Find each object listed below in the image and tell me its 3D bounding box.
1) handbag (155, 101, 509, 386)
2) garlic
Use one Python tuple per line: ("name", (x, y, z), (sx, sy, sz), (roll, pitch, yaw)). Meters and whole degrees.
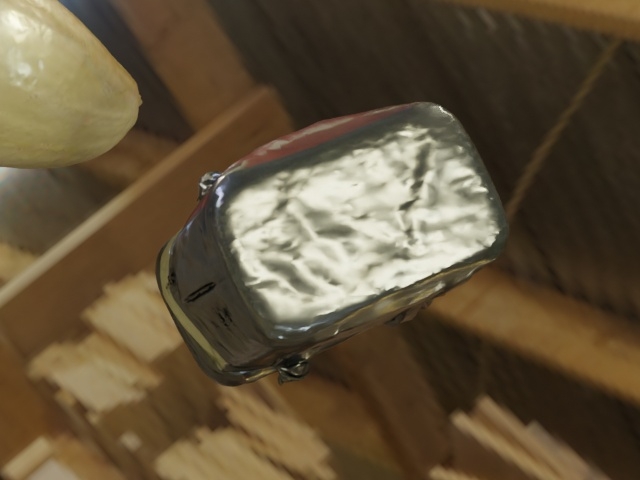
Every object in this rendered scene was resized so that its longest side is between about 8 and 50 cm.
("handbag", (0.000, 0.000, 1.493), (0.181, 0.254, 0.181), (63, -25, 5))
("garlic", (-0.242, -0.134, 1.425), (0.245, 0.145, 0.164), (27, 13, -17))
